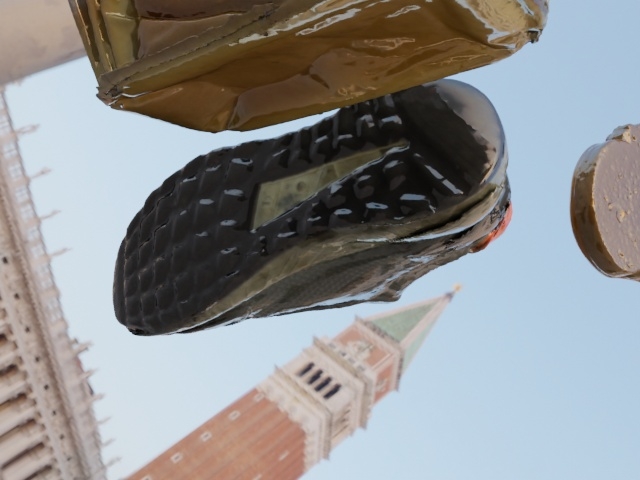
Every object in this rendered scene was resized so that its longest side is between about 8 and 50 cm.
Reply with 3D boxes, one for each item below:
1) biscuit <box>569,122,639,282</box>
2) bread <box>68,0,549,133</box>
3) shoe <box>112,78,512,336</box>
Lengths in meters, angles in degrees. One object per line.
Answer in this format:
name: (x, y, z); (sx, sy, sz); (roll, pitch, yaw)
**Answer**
biscuit: (0.307, -0.038, 0.727); (0.050, 0.170, 0.170); (-13, -75, 55)
bread: (-0.010, -0.133, 0.380); (0.241, 0.136, 0.106); (-10, -98, 37)
shoe: (0.000, 0.000, 0.574); (0.337, 0.171, 0.132); (-21, -118, 22)
